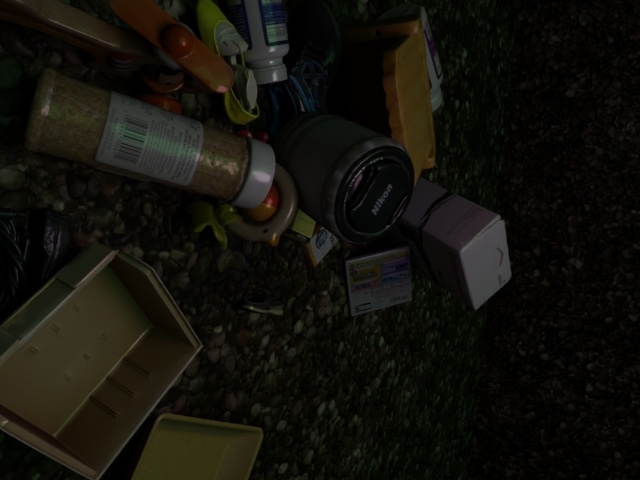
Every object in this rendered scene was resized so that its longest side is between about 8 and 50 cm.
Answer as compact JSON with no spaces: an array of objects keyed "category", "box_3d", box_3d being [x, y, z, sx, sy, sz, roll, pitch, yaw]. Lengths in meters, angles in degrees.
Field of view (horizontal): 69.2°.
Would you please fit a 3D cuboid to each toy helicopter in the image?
[{"category":"toy helicopter","box_3d":[-0.281,-0.275,0.649,0.354,0.234,0.140,6,93,-54]}]

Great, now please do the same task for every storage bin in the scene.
[{"category":"storage bin","box_3d":[-0.345,0.181,0.712,0.262,0.123,0.261,-53,152,-31]}]

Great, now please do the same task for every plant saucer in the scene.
[{"category":"plant saucer","box_3d":[-0.295,0.522,0.946,0.332,0.080,0.333,40,66,-51]}]

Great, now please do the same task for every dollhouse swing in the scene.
[{"category":"dollhouse swing","box_3d":[0.125,-0.320,1.123,0.305,0.314,0.347,-43,130,-39]}]

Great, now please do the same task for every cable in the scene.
[{"category":"cable","box_3d":[-0.475,0.037,0.616,0.150,0.047,0.185,15,86,-54]}]

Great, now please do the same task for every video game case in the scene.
[{"category":"video game case","box_3d":[0.183,0.125,1.451,0.212,0.023,0.194,-13,113,-12]}]

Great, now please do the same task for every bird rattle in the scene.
[{"category":"bird rattle","box_3d":[-0.141,-0.094,0.926,0.143,0.206,0.254,69,44,-76]}]

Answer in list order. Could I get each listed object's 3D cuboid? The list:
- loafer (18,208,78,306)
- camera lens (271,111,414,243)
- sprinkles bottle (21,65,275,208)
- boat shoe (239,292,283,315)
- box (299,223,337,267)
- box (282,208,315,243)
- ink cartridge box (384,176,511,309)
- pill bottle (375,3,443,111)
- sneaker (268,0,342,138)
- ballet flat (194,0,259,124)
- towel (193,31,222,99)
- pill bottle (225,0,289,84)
[{"category":"loafer","box_3d":[-0.407,0.040,0.700,0.061,0.062,0.170,13,88,-59]},{"category":"camera lens","box_3d":[0.041,-0.137,0.972,0.219,0.274,0.220,-20,127,-28]},{"category":"sprinkles bottle","box_3d":[-0.249,-0.147,0.725,0.355,0.121,0.122,14,86,-33]},{"category":"boat shoe","box_3d":[-0.137,0.149,1.101,0.152,0.056,0.049,24,73,-63]},{"category":"box","box_3d":[0.000,0.000,1.272,0.136,0.028,0.081,-50,134,-39]},{"category":"box","box_3d":[-0.039,-0.116,1.166,0.087,0.058,0.233,24,79,-52]},{"category":"ink cartridge box","box_3d":[0.362,-0.012,1.428,0.166,0.395,0.286,-40,132,-11]},{"category":"pill bottle","box_3d":[0.272,-0.530,1.402,0.169,0.169,0.302,-61,140,-25]},{"category":"sneaker","box_3d":[-0.041,-0.377,1.049,0.139,0.124,0.342,-4,99,-49]},{"category":"ballet flat","box_3d":[-0.164,-0.335,0.876,0.077,0.077,0.231,-38,126,-42]},{"category":"towel","box_3d":[-0.221,-0.331,0.893,0.119,0.029,0.067,41,66,-50]},{"category":"pill bottle","box_3d":[-0.123,-0.418,0.937,0.112,0.111,0.187,-34,124,-45]}]
